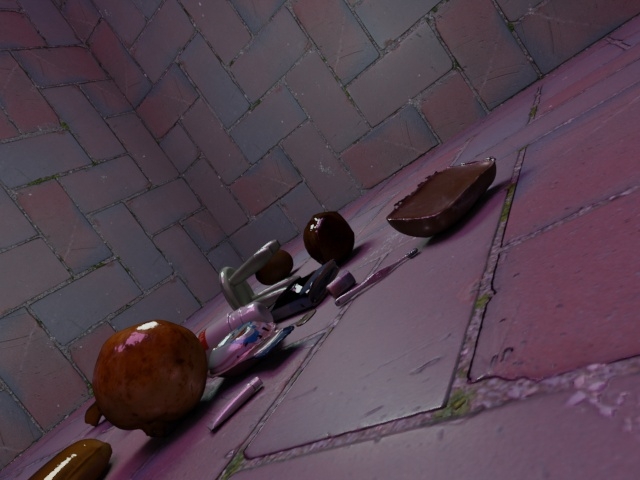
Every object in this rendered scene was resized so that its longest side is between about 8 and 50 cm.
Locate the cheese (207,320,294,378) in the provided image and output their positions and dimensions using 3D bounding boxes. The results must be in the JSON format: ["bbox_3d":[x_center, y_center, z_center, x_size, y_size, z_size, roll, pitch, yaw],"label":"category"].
[{"bbox_3d":[-0.151,0.226,0.980,0.189,0.074,0.286,-41,9,-35],"label":"cheese"}]

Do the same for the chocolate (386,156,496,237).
[{"bbox_3d":[0.270,-0.081,1.003,0.261,0.083,0.161,-39,24,-29],"label":"chocolate"}]

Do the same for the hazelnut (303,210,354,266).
[{"bbox_3d":[0.020,-0.008,1.425,0.160,0.170,0.201,-36,-5,13],"label":"hazelnut"}]

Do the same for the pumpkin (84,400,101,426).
[{"bbox_3d":[-0.681,0.520,1.599,0.290,0.095,0.258,-35,8,43],"label":"pumpkin"}]

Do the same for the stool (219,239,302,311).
[{"bbox_3d":[-0.183,0.128,1.440,0.198,0.195,0.195,-30,6,10],"label":"stool"}]

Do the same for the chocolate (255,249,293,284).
[{"bbox_3d":[-0.192,0.110,1.925,0.176,0.177,0.177,-35,5,4],"label":"chocolate"}]

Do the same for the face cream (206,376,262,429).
[{"bbox_3d":[-0.146,0.278,0.787,0.115,0.020,0.038,-41,8,-26],"label":"face cream"}]

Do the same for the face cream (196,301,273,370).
[{"bbox_3d":[-0.273,0.271,1.208,0.345,0.102,0.102,-35,5,14],"label":"face cream"}]

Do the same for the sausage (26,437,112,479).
[{"bbox_3d":[-0.497,0.468,0.901,0.112,0.112,0.328,-35,3,7],"label":"sausage"}]

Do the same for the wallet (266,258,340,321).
[{"bbox_3d":[-0.053,0.134,1.216,0.231,0.069,0.170,-32,11,46],"label":"wallet"}]

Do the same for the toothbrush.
[{"bbox_3d":[0.115,0.075,0.951,0.204,0.017,0.022,-35,-14,4],"label":"toothbrush"}]

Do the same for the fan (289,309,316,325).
[{"bbox_3d":[-0.043,0.183,1.056,0.080,0.003,0.060,-34,5,8],"label":"fan"}]

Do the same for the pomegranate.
[{"bbox_3d":[-0.345,0.281,0.947,0.248,0.248,0.248,-35,5,4],"label":"pomegranate"}]

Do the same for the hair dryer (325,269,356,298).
[{"bbox_3d":[0.039,0.107,1.084,0.063,0.037,0.114,-38,-2,-14],"label":"hair dryer"}]
